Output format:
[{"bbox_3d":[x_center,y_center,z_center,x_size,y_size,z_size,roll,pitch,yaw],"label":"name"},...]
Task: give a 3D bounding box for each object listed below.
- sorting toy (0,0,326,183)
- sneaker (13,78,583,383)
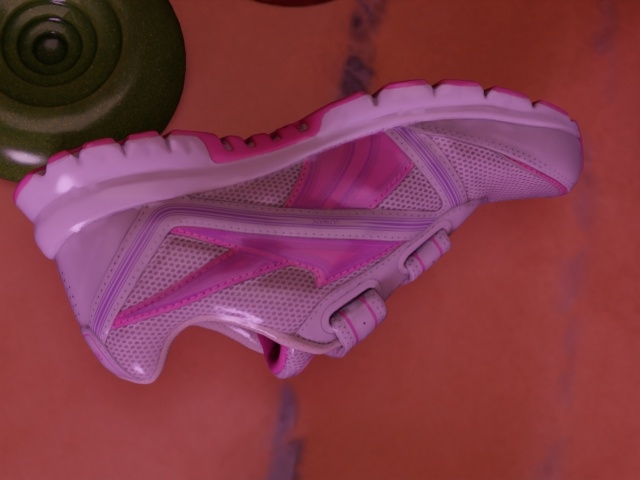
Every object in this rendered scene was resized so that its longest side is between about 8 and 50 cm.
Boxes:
[{"bbox_3d":[-0.103,-0.116,0.583,0.365,0.126,0.127,-39,83,-15],"label":"sorting toy"},{"bbox_3d":[0.000,0.000,0.584,0.252,0.103,0.111,-12,86,-9],"label":"sneaker"}]
